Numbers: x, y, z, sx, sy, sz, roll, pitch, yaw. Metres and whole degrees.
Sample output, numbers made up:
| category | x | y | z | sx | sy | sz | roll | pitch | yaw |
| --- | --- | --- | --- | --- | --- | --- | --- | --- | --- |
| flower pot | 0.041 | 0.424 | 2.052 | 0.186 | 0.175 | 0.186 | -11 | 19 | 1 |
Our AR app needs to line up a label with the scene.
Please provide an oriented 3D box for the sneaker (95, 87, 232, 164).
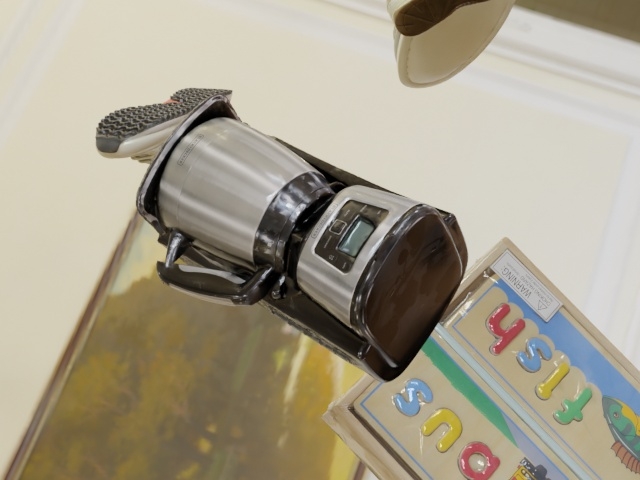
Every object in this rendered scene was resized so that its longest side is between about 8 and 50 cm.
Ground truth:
| category | x | y | z | sx | sy | sz | roll | pitch | yaw |
| --- | --- | --- | --- | --- | --- | --- | --- | --- | --- |
| sneaker | -0.121 | -0.077 | 0.794 | 0.161 | 0.057 | 0.075 | -38 | -49 | -57 |

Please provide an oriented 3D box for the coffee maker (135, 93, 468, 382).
| category | x | y | z | sx | sy | sz | roll | pitch | yaw |
| --- | --- | --- | --- | --- | --- | --- | --- | --- | --- |
| coffee maker | 0.000 | 0.000 | 0.622 | 0.171 | 0.178 | 0.120 | 8 | -71 | -61 |

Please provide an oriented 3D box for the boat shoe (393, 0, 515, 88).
| category | x | y | z | sx | sy | sz | roll | pitch | yaw |
| --- | --- | --- | --- | --- | --- | --- | --- | --- | --- |
| boat shoe | 0.132 | -0.275 | 0.905 | 0.305 | 0.109 | 0.091 | 110 | 143 | -49 |

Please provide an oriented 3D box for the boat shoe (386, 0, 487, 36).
| category | x | y | z | sx | sy | sz | roll | pitch | yaw |
| --- | --- | --- | --- | --- | --- | --- | --- | --- | --- |
| boat shoe | 0.118 | -0.228 | 0.839 | 0.050 | 0.135 | 0.045 | 65 | 178 | -47 |

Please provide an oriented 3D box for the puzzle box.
| category | x | y | z | sx | sy | sz | roll | pitch | yaw |
| --- | --- | --- | --- | --- | --- | --- | --- | --- | --- |
| puzzle box | 0.233 | 0.225 | 0.943 | 0.272 | 0.409 | 0.052 | -42 | -6 | -25 |
